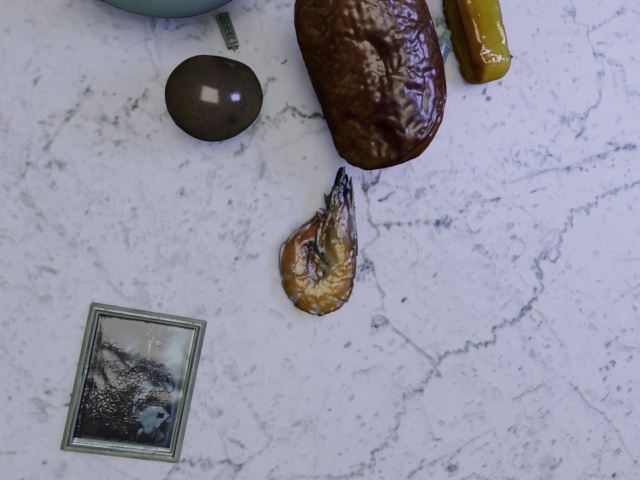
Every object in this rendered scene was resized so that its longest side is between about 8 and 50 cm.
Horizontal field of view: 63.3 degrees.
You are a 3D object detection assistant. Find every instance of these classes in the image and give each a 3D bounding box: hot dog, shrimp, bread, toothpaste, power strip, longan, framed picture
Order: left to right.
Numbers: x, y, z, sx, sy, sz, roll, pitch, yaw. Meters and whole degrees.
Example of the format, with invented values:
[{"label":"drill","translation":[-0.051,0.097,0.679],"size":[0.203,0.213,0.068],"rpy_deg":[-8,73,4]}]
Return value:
[{"label":"framed picture","translation":[-0.368,0.287,1.031],"size":[0.232,0.019,0.296],"rpy_deg":[11,88,-11]},{"label":"longan","translation":[-0.201,-0.271,0.992],"size":[0.187,0.167,0.167],"rpy_deg":[-25,95,-20]},{"label":"power strip","translation":[-0.189,-0.430,1.069],"size":[0.027,0.017,0.083],"rpy_deg":[-21,93,-9]},{"label":"shrimp","translation":[0.000,0.000,1.086],"size":[0.164,0.062,0.317],"rpy_deg":[7,91,-9]},{"label":"hot dog","translation":[0.089,-0.331,0.993],"size":[0.266,0.174,0.388],"rpy_deg":[-10,109,29]},{"label":"toothpaste","translation":[0.239,-0.364,1.147],"size":[0.064,0.041,0.218],"rpy_deg":[24,89,-16]},{"label":"bread","translation":[0.336,-0.466,1.136],"size":[0.094,0.102,0.246],"rpy_deg":[-16,95,-18]}]

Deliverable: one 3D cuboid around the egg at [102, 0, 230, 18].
[{"label":"egg","translation":[-0.293,-0.543,0.916],"size":[0.388,0.276,0.276],"rpy_deg":[0,90,-13]}]
